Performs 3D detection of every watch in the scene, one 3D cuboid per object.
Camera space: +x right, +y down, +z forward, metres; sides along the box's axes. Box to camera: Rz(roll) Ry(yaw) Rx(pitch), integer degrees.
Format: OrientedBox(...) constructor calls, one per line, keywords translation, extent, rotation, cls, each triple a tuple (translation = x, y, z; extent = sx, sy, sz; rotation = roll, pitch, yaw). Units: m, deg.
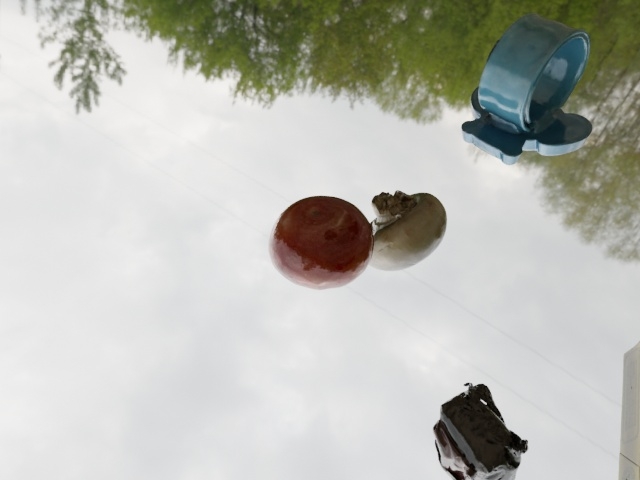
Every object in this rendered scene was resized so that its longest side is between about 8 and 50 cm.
OrientedBox(translation=(0.331, -0.246, 0.887), extent=(0.210, 0.193, 0.211), rotation=(-2, -133, 2), cls="watch")

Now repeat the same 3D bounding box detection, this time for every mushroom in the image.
OrientedBox(translation=(0.181, -0.030, 1.295), extent=(0.178, 0.226, 0.227), rotation=(50, -153, -18), cls="mushroom")

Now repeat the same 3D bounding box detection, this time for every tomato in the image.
OrientedBox(translation=(0.000, 0.000, 1.017), extent=(0.194, 0.136, 0.195), rotation=(-4, -137, 4), cls="tomato")

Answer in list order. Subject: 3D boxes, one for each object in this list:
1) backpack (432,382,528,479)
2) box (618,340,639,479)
OrientedBox(translation=(0.213, 0.292, 0.768), extent=(0.105, 0.165, 0.120), rotation=(-22, -139, -14), cls="backpack")
OrientedBox(translation=(0.534, 0.277, 0.814), extent=(0.159, 0.071, 0.240), rotation=(15, -123, 12), cls="box")
